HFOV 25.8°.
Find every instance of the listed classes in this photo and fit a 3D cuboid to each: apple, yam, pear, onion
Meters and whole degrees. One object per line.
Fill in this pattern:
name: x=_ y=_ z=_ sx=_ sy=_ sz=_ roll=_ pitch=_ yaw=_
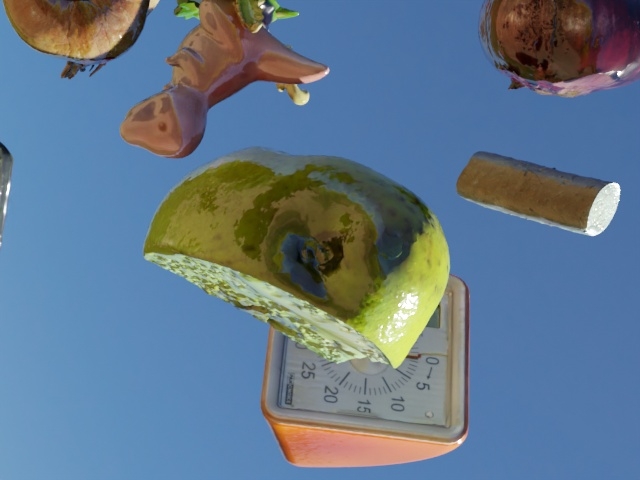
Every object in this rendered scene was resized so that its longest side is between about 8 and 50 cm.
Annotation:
apple: x=-0.205 y=-0.211 z=1.173 sx=0.102 sy=0.126 sz=0.126 roll=-150 pitch=-129 yaw=-82
yam: x=0.339 y=-0.077 z=2.216 sx=0.259 sy=0.093 sz=0.093 roll=18 pitch=-61 yaw=36
pear: x=0.000 y=0.000 z=1.394 sx=0.176 sy=0.286 sz=0.282 roll=-64 pitch=-162 yaw=-11
onion: x=0.328 y=-0.295 z=1.828 sx=0.252 sy=0.252 sz=0.219 roll=32 pitch=-61 yaw=57

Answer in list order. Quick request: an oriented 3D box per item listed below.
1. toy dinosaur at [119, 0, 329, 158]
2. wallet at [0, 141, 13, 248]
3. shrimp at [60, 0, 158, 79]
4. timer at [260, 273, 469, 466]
toy dinosaur: x=-0.088 y=-0.167 z=1.295 sx=0.152 sy=0.194 sz=0.177 roll=128 pitch=-40 yaw=-66
wallet: x=-0.390 y=-0.025 z=1.462 sx=0.168 sy=0.052 sz=0.245 roll=36 pitch=-57 yaw=30
shrimp: x=-0.252 y=-0.291 z=1.595 sx=0.236 sy=0.133 sz=0.053 roll=-57 pitch=-164 yaw=21
timer: x=0.066 y=0.159 z=1.792 sx=0.161 sy=0.250 sz=0.257 roll=76 pitch=15 yaw=-50
